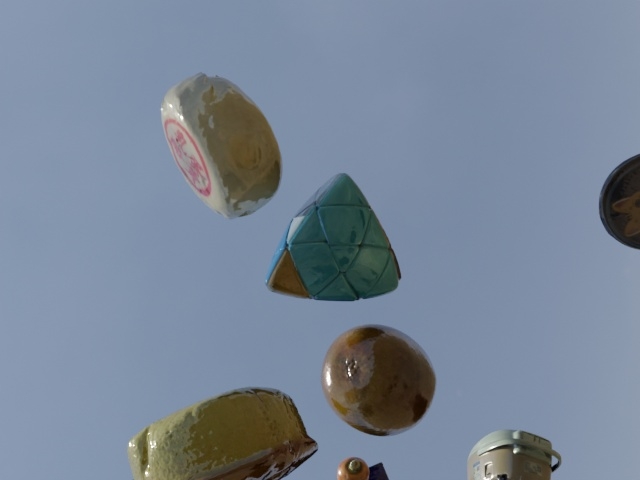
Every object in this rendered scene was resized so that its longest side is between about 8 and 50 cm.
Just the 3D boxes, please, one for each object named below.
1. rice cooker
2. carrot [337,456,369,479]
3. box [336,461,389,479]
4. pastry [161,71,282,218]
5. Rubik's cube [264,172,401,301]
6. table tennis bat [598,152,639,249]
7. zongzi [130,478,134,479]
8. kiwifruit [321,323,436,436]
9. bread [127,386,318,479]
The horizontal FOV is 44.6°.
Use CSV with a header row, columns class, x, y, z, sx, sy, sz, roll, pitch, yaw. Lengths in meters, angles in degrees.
class,x,y,z,sx,sy,sz,roll,pitch,yaw
rice cooker,0.365,0.445,1.501,0.145,0.206,0.127,21,-124,-10
carrot,0.059,0.485,1.555,0.257,0.061,0.061,94,-159,-59
box,0.069,0.668,1.714,0.116,0.261,0.279,84,164,-73
pastry,-0.177,-0.162,1.369,0.133,0.264,0.265,-32,-56,-19
Rubik's cube,0.000,0.000,1.368,0.254,0.254,0.255,-12,-75,-54
table tennis bat,0.520,-0.074,1.125,0.150,0.236,0.027,61,-162,-13
zongzi,-0.271,0.678,1.469,0.174,0.392,0.356,-28,-64,-31
kiwifruit,0.112,0.255,1.424,0.234,0.195,0.196,24,-104,-48
bread,-0.140,0.310,1.123,0.269,0.269,0.148,6,-124,-55
